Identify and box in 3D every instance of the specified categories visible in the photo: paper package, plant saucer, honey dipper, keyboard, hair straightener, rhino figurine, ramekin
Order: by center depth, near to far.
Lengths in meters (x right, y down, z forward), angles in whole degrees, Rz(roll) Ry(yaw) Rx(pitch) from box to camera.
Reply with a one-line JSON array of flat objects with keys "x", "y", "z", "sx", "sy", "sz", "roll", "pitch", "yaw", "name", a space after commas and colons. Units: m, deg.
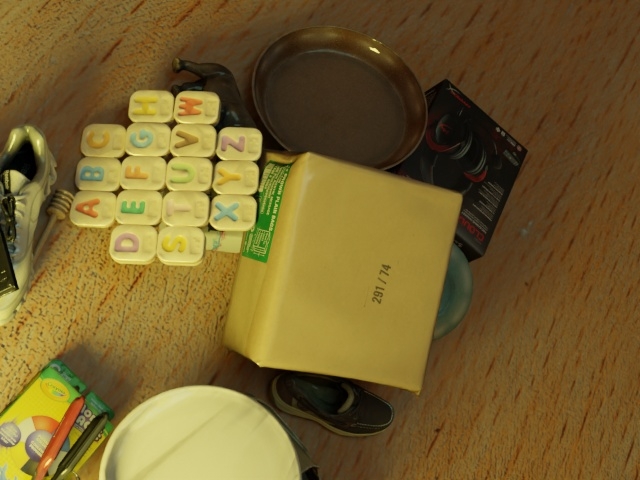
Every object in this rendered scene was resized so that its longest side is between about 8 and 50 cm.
[{"x": -0.335, "y": 0.322, "z": 1.427, "sx": 0.089, "sy": 0.047, "sz": 0.230, "roll": 37, "pitch": 58, "yaw": -21, "name": "hair straightener"}, {"x": -0.439, "y": -0.012, "z": 1.446, "sx": 0.023, "sy": 0.108, "sz": 0.180, "roll": 12, "pitch": 57, "yaw": -67, "name": "keyboard"}, {"x": -0.164, "y": 0.344, "z": 1.494, "sx": 0.272, "sy": 0.127, "sz": 0.273, "roll": 4, "pitch": 58, "yaw": -6, "name": "ramekin"}, {"x": -0.399, "y": -0.001, "z": 1.580, "sx": 0.030, "sy": 0.030, "sz": 0.161, "roll": 29, "pitch": 62, "yaw": -21, "name": "honey dipper"}, {"x": 0.031, "y": 0.047, "z": 1.684, "sx": 0.309, "sy": 0.168, "sz": 0.325, "roll": 13, "pitch": 89, "yaw": -30, "name": "paper package"}, {"x": -0.156, "y": -0.194, "z": 1.741, "sx": 0.106, "sy": 0.073, "sz": 0.243, "roll": -4, "pitch": 52, "yaw": -32, "name": "rhino figurine"}, {"x": 0.172, "y": 0.081, "z": 1.852, "sx": 0.194, "sy": 0.037, "sz": 0.195, "roll": -1, "pitch": 95, "yaw": -12, "name": "plant saucer"}, {"x": 0.030, "y": -0.234, "z": 1.881, "sx": 0.310, "sy": 0.050, "sz": 0.311, "roll": 8, "pitch": 59, "yaw": -13, "name": "plant saucer"}]

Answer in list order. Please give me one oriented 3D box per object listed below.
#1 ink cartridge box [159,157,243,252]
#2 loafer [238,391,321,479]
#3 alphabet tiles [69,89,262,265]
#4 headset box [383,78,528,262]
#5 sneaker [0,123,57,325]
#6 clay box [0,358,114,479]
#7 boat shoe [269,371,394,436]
[{"x": -0.160, "y": -0.053, "z": 1.723, "sx": 0.175, "sy": 0.072, "sz": 0.128, "roll": 6, "pitch": 70, "yaw": -31, "name": "ink cartridge box"}, {"x": -0.053, "y": 0.340, "z": 1.635, "sx": 0.102, "sy": 0.092, "sz": 0.269, "roll": -34, "pitch": 92, "yaw": -36, "name": "loafer"}, {"x": -0.229, "y": -0.098, "z": 1.637, "sx": 0.277, "sy": 0.021, "sz": 0.284, "roll": 2, "pitch": 68, "yaw": 4, "name": "alphabet tiles"}, {"x": 0.221, "y": -0.105, "z": 1.961, "sx": 0.218, "sy": 0.110, "sz": 0.293, "roll": 39, "pitch": 57, "yaw": -16, "name": "headset box"}, {"x": -0.433, "y": -0.027, "z": 1.504, "sx": 0.110, "sy": 0.118, "sz": 0.292, "roll": 12, "pitch": 65, "yaw": -14, "name": "sneaker"}, {"x": -0.380, "y": 0.271, "z": 1.476, "sx": 0.127, "sy": 0.053, "sz": 0.222, "roll": 46, "pitch": 56, "yaw": -11, "name": "clay box"}, {"x": 0.029, "y": 0.257, "z": 1.729, "sx": 0.223, "sy": 0.073, "sz": 0.080, "roll": 20, "pitch": 64, "yaw": -24, "name": "boat shoe"}]
